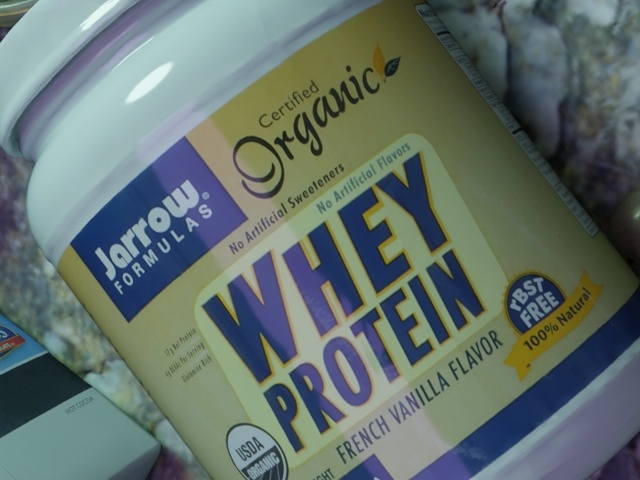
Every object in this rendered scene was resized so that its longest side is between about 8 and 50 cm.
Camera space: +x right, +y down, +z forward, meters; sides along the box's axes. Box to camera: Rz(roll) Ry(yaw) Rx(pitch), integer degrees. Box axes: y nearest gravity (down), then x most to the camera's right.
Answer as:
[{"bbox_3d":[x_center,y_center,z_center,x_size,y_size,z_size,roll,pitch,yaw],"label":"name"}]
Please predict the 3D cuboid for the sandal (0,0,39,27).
[{"bbox_3d":[-0.125,-0.162,0.876,0.180,0.072,0.049,-16,108,20],"label":"sandal"}]

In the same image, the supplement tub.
[{"bbox_3d":[0.000,0.000,0.776,0.228,0.228,0.316,-39,86,27],"label":"supplement tub"}]

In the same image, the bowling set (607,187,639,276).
[{"bbox_3d":[0.224,-0.058,0.686,0.154,0.200,0.287,29,109,16],"label":"bowling set"}]

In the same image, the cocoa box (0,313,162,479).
[{"bbox_3d":[-0.302,0.183,0.890,0.228,0.347,0.231,37,116,12],"label":"cocoa box"}]
